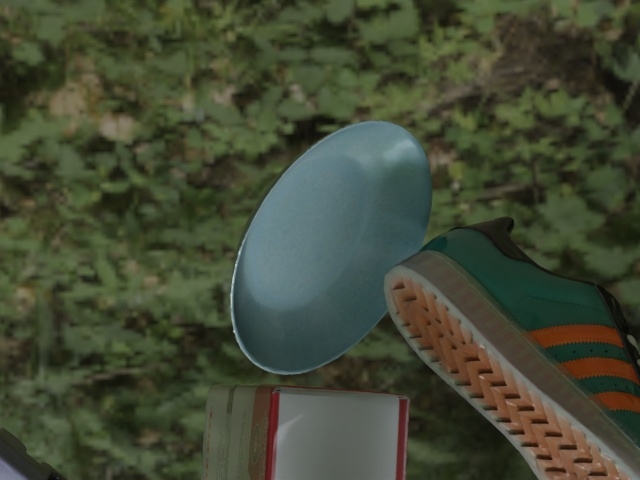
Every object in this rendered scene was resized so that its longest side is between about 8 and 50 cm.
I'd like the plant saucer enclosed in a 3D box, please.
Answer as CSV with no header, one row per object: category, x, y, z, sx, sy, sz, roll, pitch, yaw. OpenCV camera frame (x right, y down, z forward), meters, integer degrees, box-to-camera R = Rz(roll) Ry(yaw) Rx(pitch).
plant saucer,0.000,0.000,0.976,0.037,0.195,0.195,31,-174,36

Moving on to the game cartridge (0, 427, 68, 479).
game cartridge,-0.162,0.328,0.971,0.355,0.230,0.068,41,-176,-6

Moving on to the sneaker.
sneaker,0.184,0.098,0.947,0.121,0.302,0.108,-33,161,-28

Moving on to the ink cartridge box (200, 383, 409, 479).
ink cartridge box,-0.024,0.220,1.164,0.114,0.197,0.273,5,174,-15
